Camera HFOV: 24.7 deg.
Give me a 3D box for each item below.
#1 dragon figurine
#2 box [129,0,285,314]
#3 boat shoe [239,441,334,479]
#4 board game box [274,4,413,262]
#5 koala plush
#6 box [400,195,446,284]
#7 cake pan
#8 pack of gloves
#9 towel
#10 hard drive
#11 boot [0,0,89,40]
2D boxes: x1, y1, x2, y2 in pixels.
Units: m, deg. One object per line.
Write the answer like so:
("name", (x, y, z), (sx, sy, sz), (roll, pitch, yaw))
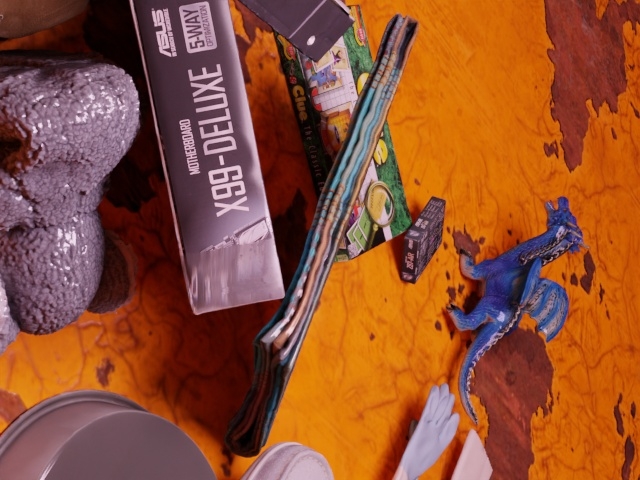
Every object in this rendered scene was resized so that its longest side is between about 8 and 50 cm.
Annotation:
("dragon figurine", (0.234, 0.070, 1.718), (0.085, 0.144, 0.289), (50, 42, -35))
("box", (-0.095, -0.078, 1.221), (0.307, 0.077, 0.242), (-139, -142, -83))
("boat shoe", (-0.037, 0.316, 1.247), (0.118, 0.103, 0.320), (47, 45, -30))
("board game box", (0.028, -0.119, 1.582), (0.136, 0.030, 0.259), (-29, 107, -54))
("koala plush", (-0.221, -0.026, 1.115), (0.196, 0.203, 0.221), (-21, 112, -52))
("box", (0.118, 0.000, 1.664), (0.083, 0.018, 0.067), (-54, 155, -43))
("cake pan", (-0.175, 0.270, 1.217), (0.293, 0.054, 0.293), (12, 74, -52))
("pack of gloves", (0.110, 0.287, 1.625), (0.232, 0.046, 0.195), (-60, 141, -35))
("towel", (0.000, 0.000, 1.361), (0.271, 0.040, 0.370), (110, 1, -62))
("hard drive", (-0.121, -0.290, 1.208), (0.237, 0.064, 0.339), (47, 9, 27))
("boot", (-0.277, -0.198, 1.131), (0.305, 0.112, 0.115), (-35, 122, -53))
